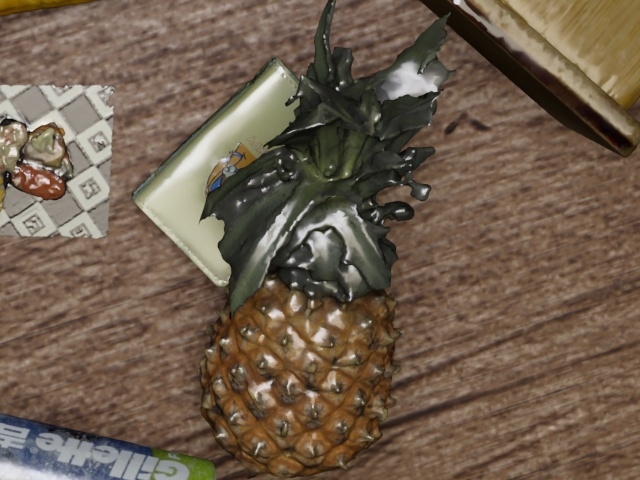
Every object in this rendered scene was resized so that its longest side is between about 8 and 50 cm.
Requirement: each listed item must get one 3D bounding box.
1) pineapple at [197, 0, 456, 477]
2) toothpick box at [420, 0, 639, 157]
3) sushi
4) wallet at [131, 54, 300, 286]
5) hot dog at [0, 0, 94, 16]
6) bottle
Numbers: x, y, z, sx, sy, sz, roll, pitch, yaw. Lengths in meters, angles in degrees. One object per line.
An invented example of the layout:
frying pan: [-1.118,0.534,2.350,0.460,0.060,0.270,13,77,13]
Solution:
pineapple: [-0.003,-0.001,1.378,0.165,0.165,0.364,3,125,-8]
toothpick box: [0.232,-0.244,1.396,0.187,0.190,0.308,40,91,-12]
sushi: [-0.220,-0.058,1.455,0.126,0.026,0.120,1,102,-8]
wallet: [-0.053,-0.050,1.472,0.155,0.039,0.110,-43,101,3]
hot dog: [-0.122,-0.218,1.408,0.286,0.088,0.061,-13,105,-10]
bottle: [-0.250,0.179,1.471,0.330,0.093,0.093,14,101,-10]
